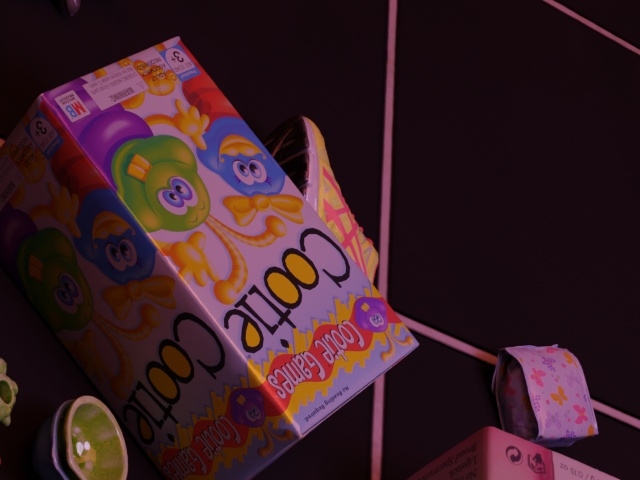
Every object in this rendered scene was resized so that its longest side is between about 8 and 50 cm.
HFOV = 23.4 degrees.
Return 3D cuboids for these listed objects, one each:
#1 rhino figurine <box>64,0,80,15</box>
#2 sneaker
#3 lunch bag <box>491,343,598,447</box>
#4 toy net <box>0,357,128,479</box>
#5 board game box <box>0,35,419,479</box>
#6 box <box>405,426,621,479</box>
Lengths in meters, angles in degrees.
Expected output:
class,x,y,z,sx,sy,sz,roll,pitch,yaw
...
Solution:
class,x,y,z,sx,sy,sz,roll,pitch,yaw
rhino figurine,-0.242,-0.257,1.205,0.243,0.073,0.106,34,40,-17
sneaker,0.000,0.000,1.216,0.094,0.081,0.208,14,58,-41
lunch bag,0.183,0.128,1.281,0.071,0.053,0.083,2,69,-36
toy net,-0.174,0.180,0.920,0.122,0.045,0.232,55,26,-41
board game box,-0.092,0.024,1.064,0.275,0.144,0.142,51,43,5
box,0.119,0.270,1.051,0.127,0.148,0.232,25,46,-23
